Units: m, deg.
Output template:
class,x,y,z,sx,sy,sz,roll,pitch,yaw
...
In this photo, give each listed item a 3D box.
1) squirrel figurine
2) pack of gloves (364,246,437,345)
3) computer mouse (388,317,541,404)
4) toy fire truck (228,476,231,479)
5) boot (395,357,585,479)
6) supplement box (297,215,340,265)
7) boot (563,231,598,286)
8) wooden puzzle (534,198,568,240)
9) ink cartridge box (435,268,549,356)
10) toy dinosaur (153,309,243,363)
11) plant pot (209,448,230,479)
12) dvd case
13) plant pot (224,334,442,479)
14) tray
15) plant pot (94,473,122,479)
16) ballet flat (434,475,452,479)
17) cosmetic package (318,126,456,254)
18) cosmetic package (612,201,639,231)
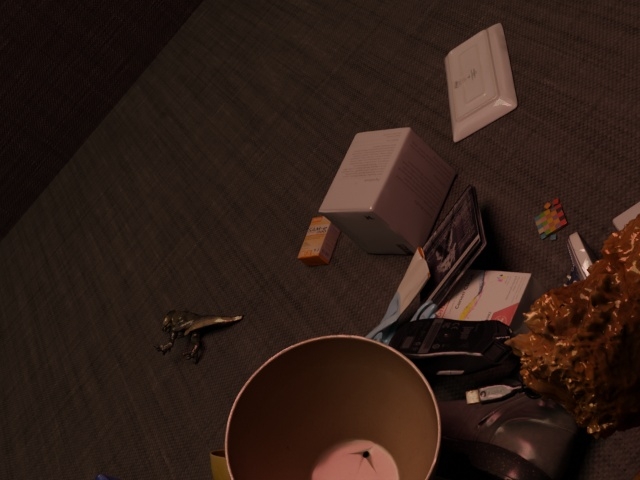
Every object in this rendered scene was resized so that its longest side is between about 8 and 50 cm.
class,x,y,z,sx,sy,sz,roll,pitch,yaw
squirrel figurine,0.414,0.175,1.065,0.397,0.281,0.370,36,117,29
pack of gloves,0.119,0.153,1.580,0.195,0.046,0.232,-98,26,-54
computer mouse,0.213,0.179,1.361,0.262,0.060,0.184,-6,30,25
toy fire truck,-0.018,0.356,1.508,0.246,0.217,0.158,-65,-9,-59
boot,0.253,0.235,1.398,0.338,0.118,0.222,17,65,48
supplement box,0.000,0.000,1.960,0.062,0.036,0.098,-8,52,45
boot,0.374,0.074,1.415,0.086,0.069,0.190,-32,40,22
wooden puzzle,0.374,-0.032,1.574,0.049,0.006,0.083,-34,37,24
ink cartridge box,0.251,0.110,1.529,0.198,0.067,0.115,1,58,51
toy dinosaur,-0.286,0.200,2.094,0.268,0.064,0.118,-3,50,45
plant pot,-0.126,0.414,1.654,0.134,0.134,0.095,-2,82,49
dvd case,0.216,0.015,1.613,0.164,0.018,0.221,-55,11,25
plant pot,0.033,0.298,1.323,0.284,0.191,0.284,-7,54,10
tray,0.306,-0.321,1.909,0.145,0.030,0.270,-31,39,30
plant pot,-0.281,0.549,1.610,0.236,0.236,0.212,13,76,53
ballet flat,0.178,0.374,1.361,0.247,0.083,0.087,2,46,49
cosmetic package,0.125,-0.089,1.793,0.151,0.151,0.183,1,59,51
cosmetic package,0.596,-0.020,1.219,0.377,0.097,0.284,-37,35,21
